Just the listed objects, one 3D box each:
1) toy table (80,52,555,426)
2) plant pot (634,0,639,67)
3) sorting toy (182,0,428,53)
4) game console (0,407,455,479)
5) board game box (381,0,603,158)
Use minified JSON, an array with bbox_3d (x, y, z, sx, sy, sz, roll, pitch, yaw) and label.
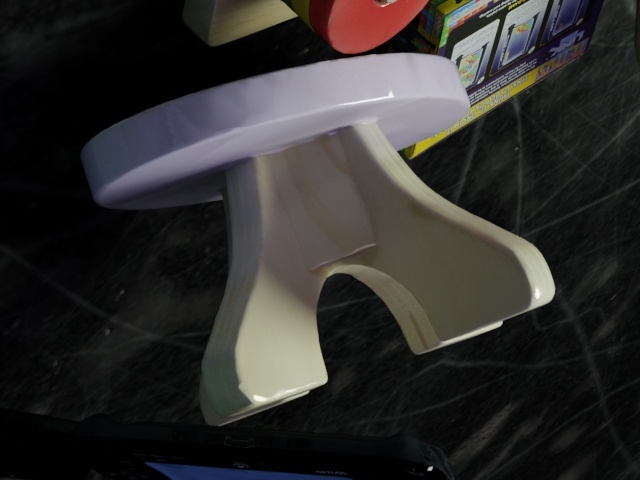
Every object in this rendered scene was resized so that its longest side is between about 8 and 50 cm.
[{"bbox_3d":[0.000,0.000,1.062,0.274,0.161,0.252,-14,172,-40],"label":"toy table"},{"bbox_3d":[0.322,-0.240,1.196,0.256,0.256,0.274,-35,138,-19],"label":"plant pot"},{"bbox_3d":[0.074,-0.219,0.989,0.257,0.089,0.255,-26,150,-36],"label":"sorting toy"},{"bbox_3d":[-0.112,0.113,0.989,0.213,0.361,0.044,34,59,-75],"label":"game console"},{"bbox_3d":[0.116,-0.147,1.218,0.170,0.048,0.141,-31,154,-27],"label":"board game box"}]
